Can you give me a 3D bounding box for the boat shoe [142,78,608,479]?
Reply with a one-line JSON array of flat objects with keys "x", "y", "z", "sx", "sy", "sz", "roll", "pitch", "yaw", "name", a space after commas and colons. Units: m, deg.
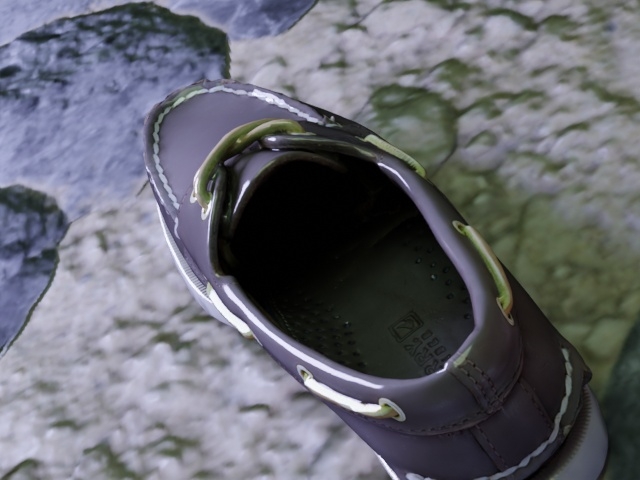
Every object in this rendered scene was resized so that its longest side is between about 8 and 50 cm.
[{"x": 0.000, "y": 0.000, "z": 0.749, "sx": 0.116, "sy": 0.097, "sz": 0.324, "roll": -38, "pitch": 41, "yaw": -4, "name": "boat shoe"}]
